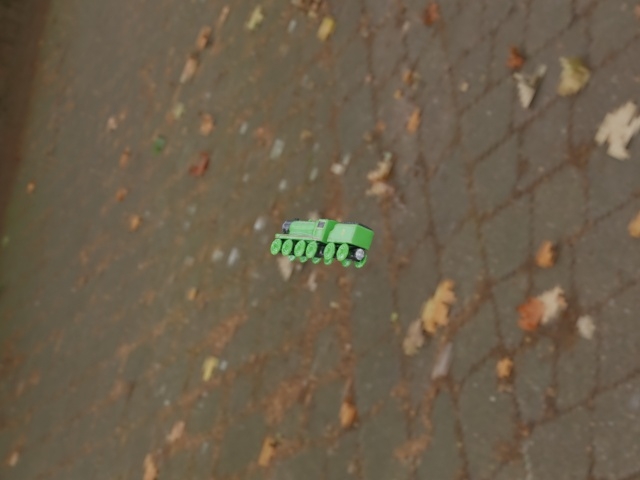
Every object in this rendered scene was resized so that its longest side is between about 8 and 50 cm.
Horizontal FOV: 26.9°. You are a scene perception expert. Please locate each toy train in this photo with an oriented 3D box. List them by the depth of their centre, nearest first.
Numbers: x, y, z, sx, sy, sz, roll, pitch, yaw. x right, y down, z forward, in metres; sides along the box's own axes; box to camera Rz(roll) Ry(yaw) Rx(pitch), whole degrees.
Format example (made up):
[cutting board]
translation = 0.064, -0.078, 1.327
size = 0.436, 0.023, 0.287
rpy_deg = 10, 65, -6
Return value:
[toy train]
translation = 0.000, 0.000, 0.709
size = 0.083, 0.017, 0.024
rpy_deg = 5, 76, 58
